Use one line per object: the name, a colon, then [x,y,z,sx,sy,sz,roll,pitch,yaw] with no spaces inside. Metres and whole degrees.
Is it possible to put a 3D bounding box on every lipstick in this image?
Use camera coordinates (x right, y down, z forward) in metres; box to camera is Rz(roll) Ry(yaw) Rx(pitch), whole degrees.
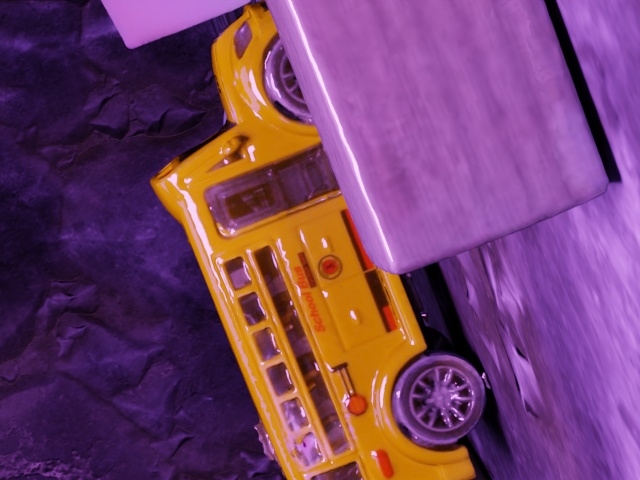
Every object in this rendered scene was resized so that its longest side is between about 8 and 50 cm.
lipstick: [-0.014,-0.175,0.532,0.076,0.079,0.371,-147,36,-83]

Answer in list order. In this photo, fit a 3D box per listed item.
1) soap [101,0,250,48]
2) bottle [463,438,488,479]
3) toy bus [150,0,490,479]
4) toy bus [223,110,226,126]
soap: [-0.135,-0.300,1.147,0.193,0.109,0.324,-63,-46,-72]
bottle: [0.090,0.186,1.363,0.201,0.072,0.072,-118,7,-65]
toy bus: [-0.010,0.010,1.116,0.144,0.152,0.330,-128,17,-84]
toy bus: [0.000,0.000,1.420,0.330,0.109,0.136,73,-174,-50]
